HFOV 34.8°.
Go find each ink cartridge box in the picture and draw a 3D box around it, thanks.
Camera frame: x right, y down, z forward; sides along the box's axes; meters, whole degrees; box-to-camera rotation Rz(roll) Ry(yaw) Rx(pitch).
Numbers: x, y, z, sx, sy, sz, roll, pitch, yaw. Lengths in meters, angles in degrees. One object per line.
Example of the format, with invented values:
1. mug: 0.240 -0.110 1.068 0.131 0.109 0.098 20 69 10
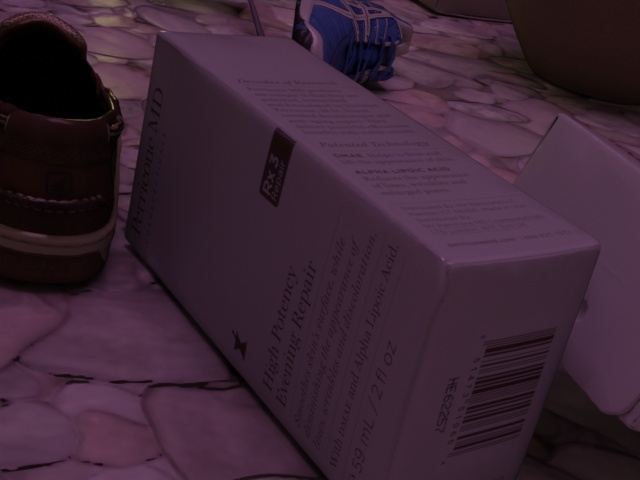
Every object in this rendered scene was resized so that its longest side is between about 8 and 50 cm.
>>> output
1. ink cartridge box: 0.181 0.036 0.446 0.190 0.082 0.140 23 18 -29

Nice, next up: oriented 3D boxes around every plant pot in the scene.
1. plant pot: 0.303 -0.248 1.028 0.284 0.191 0.284 10 25 -5

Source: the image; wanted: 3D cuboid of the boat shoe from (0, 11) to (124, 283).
1. boat shoe: -0.147 -0.078 0.556 0.095 0.095 0.257 2 27 -24

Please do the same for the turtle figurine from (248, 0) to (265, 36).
1. turtle figurine: -0.161 -0.301 1.016 0.197 0.275 0.266 -10 5 2

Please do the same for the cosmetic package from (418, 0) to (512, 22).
1. cosmetic package: 0.151 -0.392 1.326 0.153 0.129 0.296 2 27 -27

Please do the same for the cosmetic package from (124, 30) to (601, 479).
1. cosmetic package: 0.000 0.000 0.446 0.085 0.117 0.231 -5 30 -36

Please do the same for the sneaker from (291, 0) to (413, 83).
1. sneaker: 0.025 -0.168 0.851 0.081 0.080 0.211 14 26 10
